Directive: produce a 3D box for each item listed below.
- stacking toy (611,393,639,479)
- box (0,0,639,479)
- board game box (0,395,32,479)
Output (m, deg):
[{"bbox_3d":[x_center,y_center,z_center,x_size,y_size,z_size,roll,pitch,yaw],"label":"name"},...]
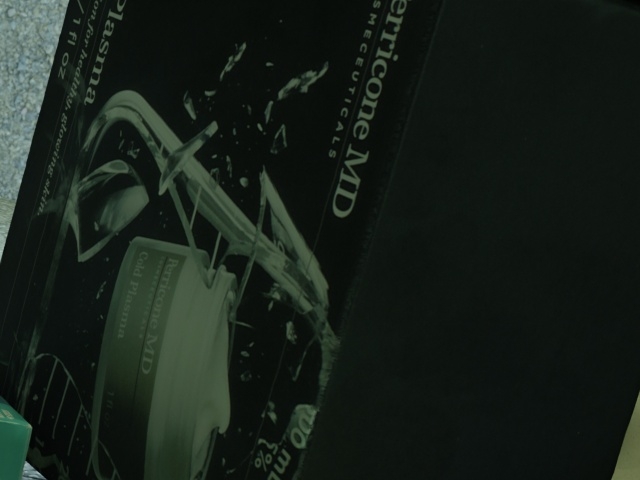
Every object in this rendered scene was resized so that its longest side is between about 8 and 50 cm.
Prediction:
[{"bbox_3d":[0.418,0.237,1.678,0.351,0.350,0.480,18,-12,30],"label":"stacking toy"},{"bbox_3d":[0.000,0.000,1.379,0.297,0.479,0.472,10,10,-38],"label":"box"},{"bbox_3d":[-0.400,0.116,1.314,0.336,0.079,0.254,12,1,-20],"label":"board game box"}]
